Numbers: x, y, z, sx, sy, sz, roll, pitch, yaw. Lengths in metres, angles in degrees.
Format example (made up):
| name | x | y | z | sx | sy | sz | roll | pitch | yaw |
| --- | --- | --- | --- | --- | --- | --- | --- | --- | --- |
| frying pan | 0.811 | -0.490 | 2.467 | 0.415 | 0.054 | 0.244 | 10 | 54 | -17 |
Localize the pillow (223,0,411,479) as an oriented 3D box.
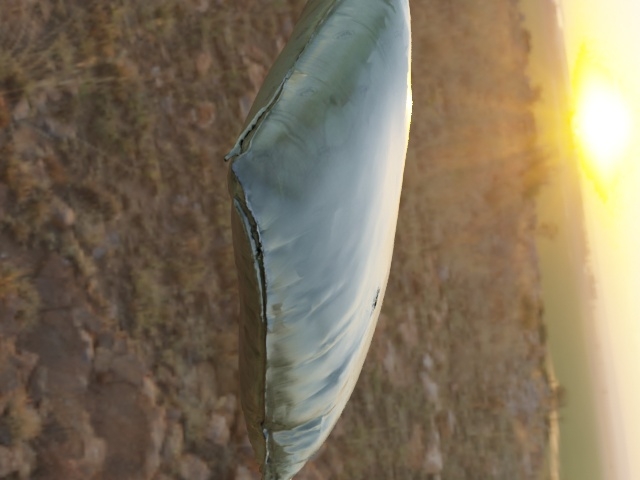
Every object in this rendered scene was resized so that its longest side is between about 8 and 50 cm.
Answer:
| name | x | y | z | sx | sy | sz | roll | pitch | yaw |
| --- | --- | --- | --- | --- | --- | --- | --- | --- | --- |
| pillow | 0.000 | 0.000 | 0.543 | 0.302 | 0.075 | 0.185 | 90 | 20 | -51 |
